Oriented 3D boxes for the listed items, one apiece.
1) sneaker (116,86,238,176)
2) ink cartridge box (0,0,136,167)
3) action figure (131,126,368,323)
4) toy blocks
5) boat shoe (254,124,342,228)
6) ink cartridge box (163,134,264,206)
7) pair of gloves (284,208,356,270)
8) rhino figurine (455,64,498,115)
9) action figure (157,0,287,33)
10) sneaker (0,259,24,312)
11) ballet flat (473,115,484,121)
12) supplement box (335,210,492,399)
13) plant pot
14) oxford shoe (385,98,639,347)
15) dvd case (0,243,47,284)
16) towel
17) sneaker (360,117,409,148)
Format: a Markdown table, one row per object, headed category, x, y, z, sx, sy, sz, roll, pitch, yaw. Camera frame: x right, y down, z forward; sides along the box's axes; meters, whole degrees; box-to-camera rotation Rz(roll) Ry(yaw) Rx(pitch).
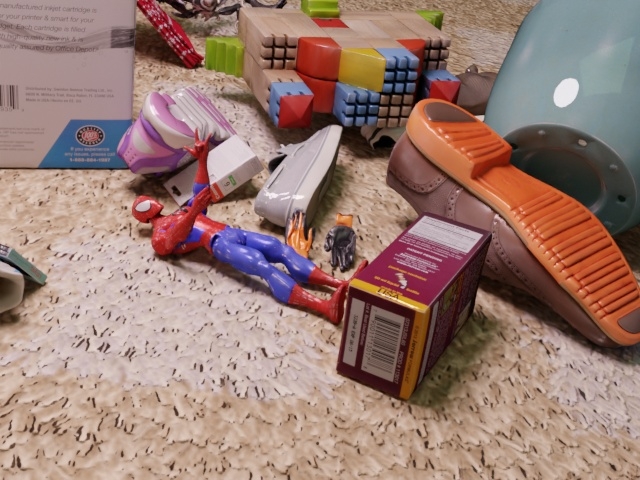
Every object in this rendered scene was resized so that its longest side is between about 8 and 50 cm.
| category | x | y | z | sx | sy | sz | roll | pitch | yaw |
| --- | --- | --- | --- | --- | --- | --- | --- | --- | --- |
| sneaker | -0.188 | -0.132 | 1.222 | 0.095 | 0.104 | 0.236 | 47 | 17 | 5 |
| ink cartridge box | -0.345 | -0.253 | 1.170 | 0.223 | 0.307 | 0.129 | 0 | 31 | -15 |
| action figure | -0.086 | -0.024 | 1.022 | 0.280 | 0.139 | 0.091 | 17 | 31 | 20 |
| toy blocks | 0.049 | -0.250 | 1.375 | 0.382 | 0.190 | 0.261 | -4 | 30 | -19 |
| boat shoe | -0.027 | -0.092 | 1.202 | 0.081 | 0.079 | 0.227 | 17 | 34 | 6 |
| ink cartridge box | -0.135 | -0.080 | 1.192 | 0.115 | 0.029 | 0.063 | -35 | 42 | -7 |
| pair of gloves | 0.000 | 0.000 | 1.087 | 0.083 | 0.010 | 0.074 | 5 | 64 | -10 |
| rhino figurine | 0.263 | -0.240 | 1.540 | 0.243 | 0.073 | 0.106 | -7 | 29 | -27 |
| action figure | -0.194 | -0.446 | 1.661 | 0.276 | 0.164 | 0.141 | 34 | 60 | 5 |
| sneaker | -0.350 | 0.073 | 0.830 | 0.092 | 0.087 | 0.228 | 13 | 31 | 11 |
| ballet flat | 0.252 | -0.142 | 1.366 | 0.232 | 0.073 | 0.080 | -4 | 33 | -22 |
| supplement box | 0.096 | 0.058 | 0.949 | 0.081 | 0.104 | 0.188 | 20 | 31 | 20 |
| plant pot | 0.338 | -0.139 | 1.191 | 0.293 | 0.293 | 0.235 | 20 | 52 | 20 |
| oxford shoe | 0.216 | -0.001 | 1.083 | 0.130 | 0.132 | 0.363 | -13 | 54 | -44 |
| dvd case | -0.344 | 0.010 | 0.955 | 0.120 | 0.087 | 0.013 | 18 | 73 | 14 |
| towel | -0.302 | -0.414 | 1.558 | 0.031 | 0.275 | 0.199 | -39 | 38 | 3 |
| sneaker | 0.115 | -0.152 | 1.392 | 0.109 | 0.040 | 0.043 | -7 | 47 | -16 |
